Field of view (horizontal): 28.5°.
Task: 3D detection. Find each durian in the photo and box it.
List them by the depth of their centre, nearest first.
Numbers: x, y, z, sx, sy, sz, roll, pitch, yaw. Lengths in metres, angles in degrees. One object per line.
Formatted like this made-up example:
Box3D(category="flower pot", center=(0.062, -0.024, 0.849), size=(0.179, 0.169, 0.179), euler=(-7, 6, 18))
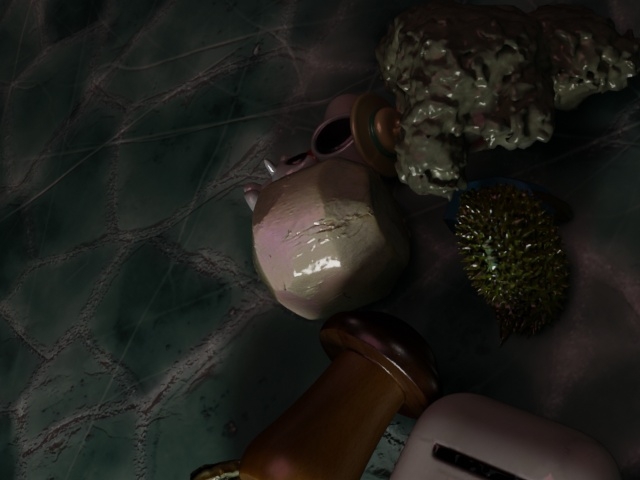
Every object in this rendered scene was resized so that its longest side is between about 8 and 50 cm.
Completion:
Box3D(category="durian", center=(0.254, 0.026, 1.690), size=(0.137, 0.095, 0.220), euler=(-20, 87, 32))

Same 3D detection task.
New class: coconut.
Box3D(category="coconut", center=(0.000, -0.002, 1.839), size=(0.230, 0.227, 0.227), euler=(-20, 54, 20))

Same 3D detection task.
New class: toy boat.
Box3D(category="toy boat", center=(0.264, -0.044, 1.792), size=(0.185, 0.077, 0.075), euler=(-8, 60, 42))

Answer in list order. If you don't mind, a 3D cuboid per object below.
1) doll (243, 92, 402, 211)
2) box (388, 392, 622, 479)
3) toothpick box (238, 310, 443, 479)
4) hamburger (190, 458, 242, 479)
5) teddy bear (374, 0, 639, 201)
Box3D(category="doll", center=(0.014, -0.113, 1.971), size=(0.271, 0.144, 0.208), euler=(-45, 27, 0))
Box3D(category="box", center=(0.191, 0.369, 1.536), size=(0.289, 0.141, 0.349), euler=(16, 74, 41))
Box3D(category="toothpick box", center=(0.032, 0.233, 1.671), size=(0.192, 0.192, 0.294), euler=(19, 62, 41))
Box3D(category="hamburger", center=(-0.125, 0.378, 1.745), size=(0.185, 0.159, 0.131), euler=(-5, 62, 11))
Box3D(category="teddy bear", center=(0.274, -0.231, 1.788), size=(0.367, 0.224, 0.357), euler=(0, 38, -7))
